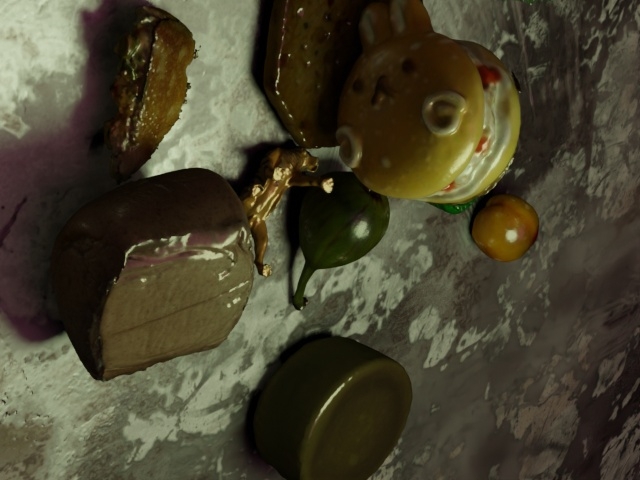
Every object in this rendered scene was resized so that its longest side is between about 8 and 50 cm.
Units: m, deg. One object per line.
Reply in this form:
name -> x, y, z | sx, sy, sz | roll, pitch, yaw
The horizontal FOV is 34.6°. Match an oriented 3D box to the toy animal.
toy animal -> -0.096, -0.045, 1.561 | 0.114, 0.116, 0.255 | 39, 85, -29

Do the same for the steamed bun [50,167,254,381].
steamed bun -> -0.231, 0.027, 1.347 | 0.251, 0.199, 0.301 | -15, 145, -29

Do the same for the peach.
peach -> 0.377, -0.030, 2.089 | 0.138, 0.138, 0.138 | -28, 131, -37

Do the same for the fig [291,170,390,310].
fig -> 0.000, 0.000, 1.696 | 0.259, 0.151, 0.151 | -46, 150, 25

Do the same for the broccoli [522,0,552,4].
broccoli -> 0.377, -0.514, 1.831 | 0.204, 0.122, 0.118 | 54, 53, -35

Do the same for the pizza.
pizza -> -0.228, -0.194, 1.327 | 0.147, 0.069, 0.226 | -35, 143, -63

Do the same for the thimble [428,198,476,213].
thimble -> 0.243, -0.115, 1.905 | 0.130, 0.090, 0.118 | -22, 129, -40

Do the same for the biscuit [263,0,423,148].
biscuit -> 0.040, -0.307, 1.580 | 0.359, 0.046, 0.359 | -28, 130, -39

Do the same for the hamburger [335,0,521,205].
hamburger -> 0.150, -0.208, 1.537 | 0.186, 0.261, 0.302 | 12, 82, -49

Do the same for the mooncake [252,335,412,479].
mooncake -> 0.018, 0.309, 1.844 | 0.284, 0.155, 0.284 | -27, 131, -35
